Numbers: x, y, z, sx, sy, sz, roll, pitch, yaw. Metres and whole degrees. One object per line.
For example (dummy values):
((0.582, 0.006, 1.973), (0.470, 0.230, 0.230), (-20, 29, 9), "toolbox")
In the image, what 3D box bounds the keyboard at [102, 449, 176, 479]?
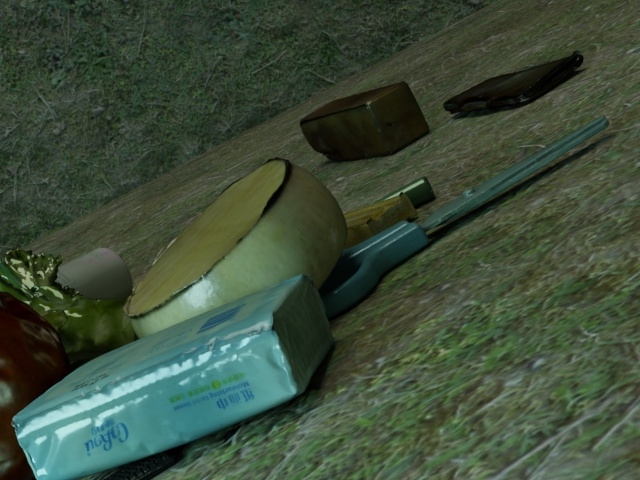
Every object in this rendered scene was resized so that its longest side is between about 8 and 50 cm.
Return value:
((-0.196, 0.224, 1.094), (0.155, 0.010, 0.053), (-30, 13, -14), "keyboard")

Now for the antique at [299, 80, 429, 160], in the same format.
((0.067, -0.197, 2.152), (0.087, 0.093, 0.310), (-32, 12, -20), "antique")

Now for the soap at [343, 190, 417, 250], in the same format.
((0.000, 0.001, 1.569), (0.252, 0.037, 0.092), (-18, 14, 44), "soap")

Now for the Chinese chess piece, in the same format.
((-0.089, 0.028, 1.342), (0.257, 0.104, 0.257), (-39, 16, 13), "Chinese chess piece")

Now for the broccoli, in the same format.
((-0.331, 0.110, 1.536), (0.252, 0.221, 0.361), (7, -8, -30), "broccoli")

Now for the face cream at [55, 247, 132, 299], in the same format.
((-0.424, 0.114, 1.820), (0.102, 0.102, 0.345), (-17, 10, 45), "face cream")

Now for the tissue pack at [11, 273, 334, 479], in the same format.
((-0.126, 0.127, 1.147), (0.263, 0.089, 0.177), (-24, 5, 15), "tissue pack")

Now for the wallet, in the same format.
((0.291, -0.238, 1.972), (0.137, 0.031, 0.255), (-32, 11, -18), "wallet")

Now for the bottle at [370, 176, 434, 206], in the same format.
((0.100, -0.049, 1.573), (0.083, 0.030, 0.030), (-27, 11, 9), "bottle")

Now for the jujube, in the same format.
((-0.365, 0.146, 1.293), (0.223, 0.223, 0.318), (-29, 15, -4), "jujube")

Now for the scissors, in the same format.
((0.132, -0.025, 1.387), (0.447, 0.029, 0.192), (-30, 11, -9), "scissors")
